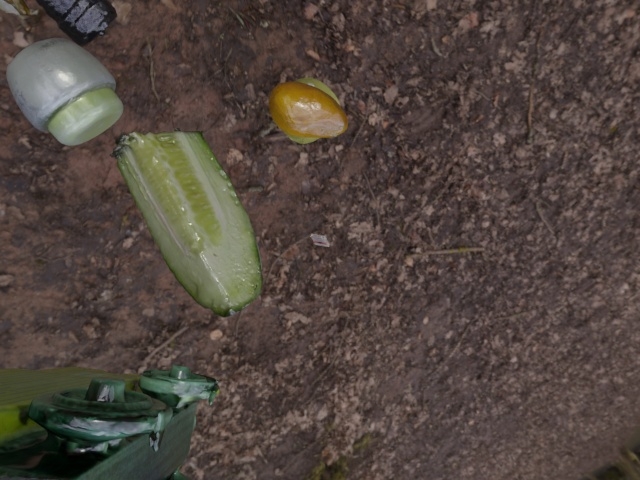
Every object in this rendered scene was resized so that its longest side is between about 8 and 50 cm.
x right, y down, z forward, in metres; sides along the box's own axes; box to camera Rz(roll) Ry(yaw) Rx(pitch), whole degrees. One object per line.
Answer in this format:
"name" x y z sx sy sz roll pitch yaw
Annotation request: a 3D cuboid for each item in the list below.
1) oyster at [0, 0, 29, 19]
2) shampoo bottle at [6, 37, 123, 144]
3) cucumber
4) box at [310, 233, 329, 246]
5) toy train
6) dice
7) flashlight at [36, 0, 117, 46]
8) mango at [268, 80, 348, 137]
"oyster" -0.658 -0.466 0.670 0.336 0.133 0.198 18 168 -8
"shampoo bottle" -0.899 -0.528 1.475 0.322 0.322 0.317 -31 105 11
"cucumber" -0.201 -0.026 0.679 0.145 0.326 0.105 -22 168 -45
"box" 0.000 0.000 1.249 0.046 0.012 0.083 9 166 11
"toy train" -0.271 0.216 0.427 0.272 0.179 0.442 8 165 -2
"dice" -0.048 -0.462 1.485 0.169 0.169 0.166 -29 169 -42
"flashlight" -0.357 -0.345 0.493 0.093 0.093 0.232 -35 127 14
"mango" -0.033 -0.346 1.135 0.227 0.147 0.109 21 164 -8
